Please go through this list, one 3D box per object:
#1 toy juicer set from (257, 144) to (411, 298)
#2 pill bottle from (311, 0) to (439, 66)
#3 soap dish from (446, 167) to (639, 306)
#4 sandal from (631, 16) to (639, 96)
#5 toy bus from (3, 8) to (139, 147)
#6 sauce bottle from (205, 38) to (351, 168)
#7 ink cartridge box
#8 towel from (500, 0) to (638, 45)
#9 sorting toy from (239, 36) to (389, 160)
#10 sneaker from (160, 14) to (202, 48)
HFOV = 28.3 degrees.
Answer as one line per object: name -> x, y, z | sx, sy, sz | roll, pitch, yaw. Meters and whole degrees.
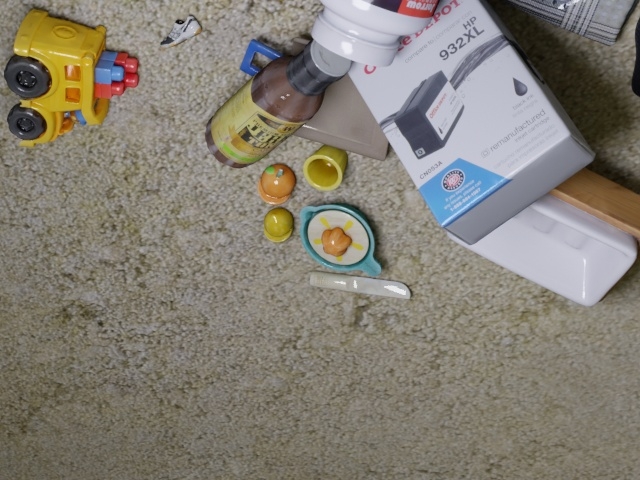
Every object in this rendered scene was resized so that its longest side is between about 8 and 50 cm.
toy juicer set -> 0.000, 0.000, 2.197 | 0.209, 0.089, 0.329 | -12, 118, 29
pill bottle -> 0.100, -0.408, 1.728 | 0.181, 0.181, 0.323 | 24, 114, 6
soap dish -> 0.354, -0.035, 1.970 | 0.291, 0.118, 0.229 | 27, 152, 4
sandal -> 0.488, -0.283, 1.839 | 0.067, 0.040, 0.179 | 20, 142, 16
toy bus -> -0.420, -0.265, 2.171 | 0.211, 0.149, 0.220 | 8, 129, -2
sauce bottle -> -0.067, -0.216, 1.956 | 0.111, 0.111, 0.344 | 42, 148, -9
ink cartridge box -> 0.210, -0.186, 1.820 | 0.223, 0.129, 0.307 | -37, 63, 16
towel -> 0.339, -0.457, 1.765 | 0.312, 0.056, 0.324 | 26, 128, 4
sorting toy -> 0.038, -0.233, 2.051 | 0.348, 0.047, 0.196 | 17, 132, 11
sneaker -> -0.235, -0.346, 2.099 | 0.083, 0.032, 0.037 | -23, 98, 28
